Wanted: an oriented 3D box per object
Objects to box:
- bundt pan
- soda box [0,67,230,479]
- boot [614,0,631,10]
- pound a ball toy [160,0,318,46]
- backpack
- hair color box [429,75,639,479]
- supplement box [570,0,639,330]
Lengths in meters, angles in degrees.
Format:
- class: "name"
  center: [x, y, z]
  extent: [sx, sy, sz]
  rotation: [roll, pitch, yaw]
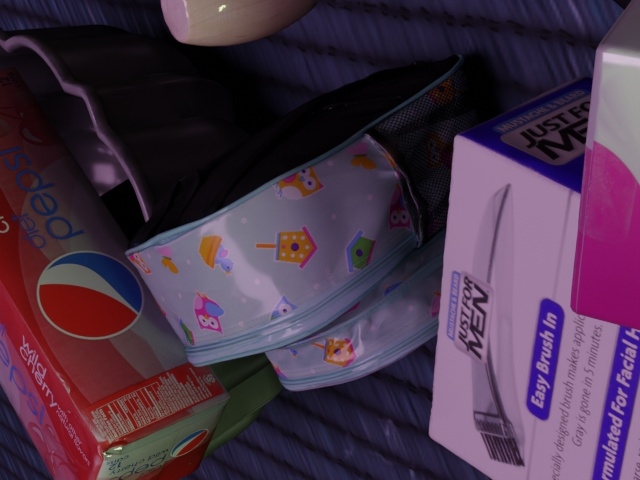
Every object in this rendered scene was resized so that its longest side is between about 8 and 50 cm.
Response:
- class: "bundt pan"
  center: [-0.128, 0.003, 0.916]
  extent: [0.331, 0.124, 0.330]
  rotation: [32, 132, 43]
- class: "soda box"
  center: [-0.162, 0.027, 0.786]
  extent: [0.263, 0.083, 0.092]
  rotation: [54, 145, 23]
- class: "boot"
  center: [0.145, -0.184, 0.520]
  extent: [0.178, 0.085, 0.236]
  rotation: [45, 144, 21]
- class: "pound a ball toy"
  center: [-0.159, -0.217, 0.688]
  extent: [0.319, 0.136, 0.208]
  rotation: [21, 126, 43]
- class: "backpack"
  center: [0.000, 0.000, 0.714]
  extent: [0.166, 0.188, 0.144]
  rotation: [-16, 97, 53]
- class: "hair color box"
  center: [0.207, 0.078, 0.575]
  extent: [0.339, 0.110, 0.185]
  rotation: [30, 133, 36]
- class: "supplement box"
  center: [0.208, -0.019, 0.449]
  extent: [0.220, 0.114, 0.111]
  rotation: [15, 129, 21]
